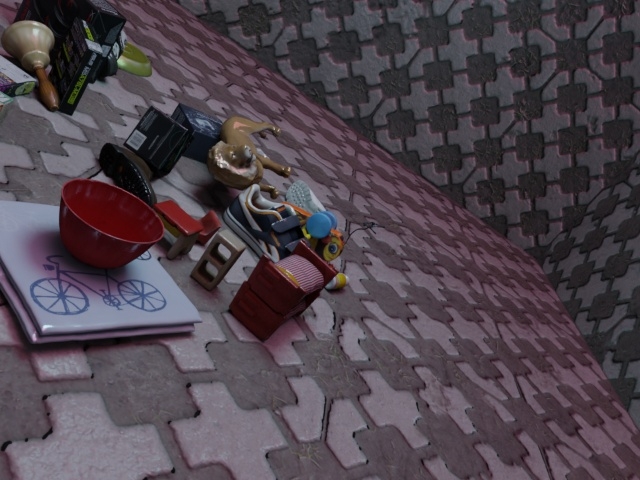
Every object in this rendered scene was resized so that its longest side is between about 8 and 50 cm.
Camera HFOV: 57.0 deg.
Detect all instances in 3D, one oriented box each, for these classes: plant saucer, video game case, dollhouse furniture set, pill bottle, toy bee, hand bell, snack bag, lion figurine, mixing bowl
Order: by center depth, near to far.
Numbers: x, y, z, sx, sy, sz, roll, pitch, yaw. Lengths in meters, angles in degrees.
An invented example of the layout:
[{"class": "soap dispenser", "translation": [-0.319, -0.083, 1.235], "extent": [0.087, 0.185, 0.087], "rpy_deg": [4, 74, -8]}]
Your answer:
[{"class": "mixing bowl", "translation": [-0.375, -0.016, 1.020], "extent": [0.182, 0.098, 0.181], "rpy_deg": [31, 20, -13]}, {"class": "snack bag", "translation": [-0.412, 0.043, 1.026], "extent": [0.342, 0.037, 0.323], "rpy_deg": [45, 22, 27]}, {"class": "dollhouse furniture set", "translation": [-0.171, 0.022, 1.279], "extent": [0.374, 0.152, 0.201], "rpy_deg": [41, 22, 8]}, {"class": "video game case", "translation": [-0.797, -0.400, 1.317], "extent": [0.232, 0.041, 0.210], "rpy_deg": [35, 21, -6]}, {"class": "hand bell", "translation": [-0.696, -0.414, 1.464], "extent": [0.126, 0.126, 0.241], "rpy_deg": [5, 51, -54]}, {"class": "pill bottle", "translation": [0.043, 0.109, 1.584], "extent": [0.043, 0.043, 0.083], "rpy_deg": [49, 25, 27]}, {"class": "toy bee", "translation": [0.000, 0.000, 1.630], "extent": [0.299, 0.162, 0.195], "rpy_deg": [18, 10, 32]}, {"class": "lion figurine", "translation": [-0.217, -0.253, 1.644], "extent": [0.240, 0.142, 0.392], "rpy_deg": [22, 24, -28]}, {"class": "plant saucer", "translation": [-0.678, -0.644, 2.008], "extent": [0.241, 0.037, 0.241], "rpy_deg": [31, 22, -14]}]

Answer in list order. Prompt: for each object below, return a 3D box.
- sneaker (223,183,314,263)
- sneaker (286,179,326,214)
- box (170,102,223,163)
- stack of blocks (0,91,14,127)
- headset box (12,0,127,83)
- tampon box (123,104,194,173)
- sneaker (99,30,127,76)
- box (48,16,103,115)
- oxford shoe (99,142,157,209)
[{"class": "sneaker", "translation": [-0.099, -0.010, 1.498], "extent": [0.321, 0.127, 0.126], "rpy_deg": [42, 20, 7]}, {"class": "sneaker", "translation": [-0.028, -0.095, 1.858], "extent": [0.095, 0.090, 0.235], "rpy_deg": [30, 22, -52]}, {"class": "box", "translation": [-0.354, -0.309, 1.754], "extent": [0.156, 0.093, 0.158], "rpy_deg": [15, 32, -44]}, {"class": "stack of blocks", "translation": [-0.762, -0.312, 1.131], "extent": [0.297, 0.087, 0.171], "rpy_deg": [32, 22, -13]}, {"class": "headset box", "translation": [-0.715, -0.620, 1.653], "extent": [0.293, 0.218, 0.110], "rpy_deg": [44, 22, 14]}, {"class": "tampon box", "translation": [-0.394, -0.245, 1.454], "extent": [0.101, 0.120, 0.161], "rpy_deg": [36, -2, -6]}, {"class": "sneaker", "translation": [-0.656, -0.614, 1.819], "extent": [0.146, 0.122, 0.330], "rpy_deg": [-9, 48, -34]}, {"class": "box", "translation": [-0.619, -0.439, 1.482], "extent": [0.045, 0.184, 0.190], "rpy_deg": [14, 30, -41]}, {"class": "oxford shoe", "translation": [-0.412, -0.141, 1.337], "extent": [0.096, 0.082, 0.227], "rpy_deg": [13, 32, -51]}]
